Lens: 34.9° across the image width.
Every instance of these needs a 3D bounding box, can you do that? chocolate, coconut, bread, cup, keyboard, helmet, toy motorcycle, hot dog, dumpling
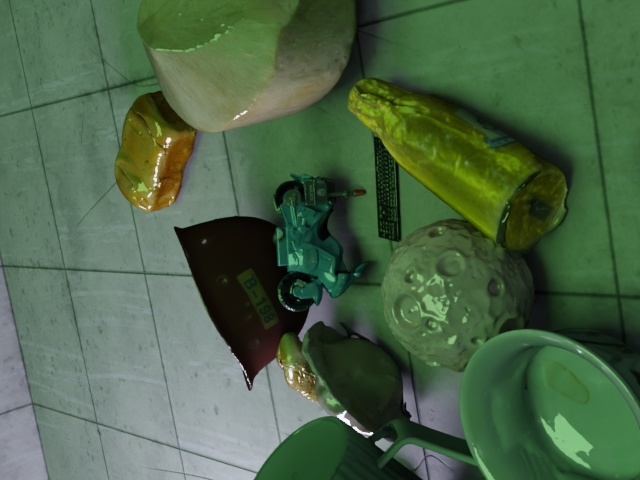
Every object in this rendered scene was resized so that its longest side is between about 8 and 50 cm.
[{"bbox_3d":[0.201,-0.153,1.694,0.445,0.162,0.162,40,131,37],"label":"chocolate"},{"bbox_3d":[-0.145,-0.383,1.841,0.415,0.415,0.344,-21,84,52],"label":"coconut"},{"bbox_3d":[-0.403,-0.213,2.452,0.167,0.132,0.294,47,134,22],"label":"bread"},{"bbox_3d":[0.109,0.505,1.861,0.392,0.401,0.310,45,158,-19],"label":"cup"},{"bbox_3d":[0.126,-0.097,1.929,0.064,0.010,0.198,15,114,50],"label":"keyboard"},{"bbox_3d":[0.400,0.274,1.580,0.347,0.163,0.347,22,122,40],"label":"cup"},{"bbox_3d":[-0.134,0.098,2.137,0.384,0.230,0.337,64,174,-13],"label":"helmet"},{"bbox_3d":[0.000,0.000,2.001,0.123,0.182,0.272,158,108,-82],"label":"toy motorcycle"},{"bbox_3d":[-0.034,0.272,2.098,0.242,0.073,0.084,50,-169,-54],"label":"hot dog"},{"bbox_3d":[0.052,0.290,1.996,0.293,0.205,0.163,53,138,22],"label":"dumpling"}]

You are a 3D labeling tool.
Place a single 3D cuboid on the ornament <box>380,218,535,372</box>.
[{"bbox_3d":[0.223,0.093,1.699,0.259,0.225,0.259,21,118,47],"label":"ornament"}]
